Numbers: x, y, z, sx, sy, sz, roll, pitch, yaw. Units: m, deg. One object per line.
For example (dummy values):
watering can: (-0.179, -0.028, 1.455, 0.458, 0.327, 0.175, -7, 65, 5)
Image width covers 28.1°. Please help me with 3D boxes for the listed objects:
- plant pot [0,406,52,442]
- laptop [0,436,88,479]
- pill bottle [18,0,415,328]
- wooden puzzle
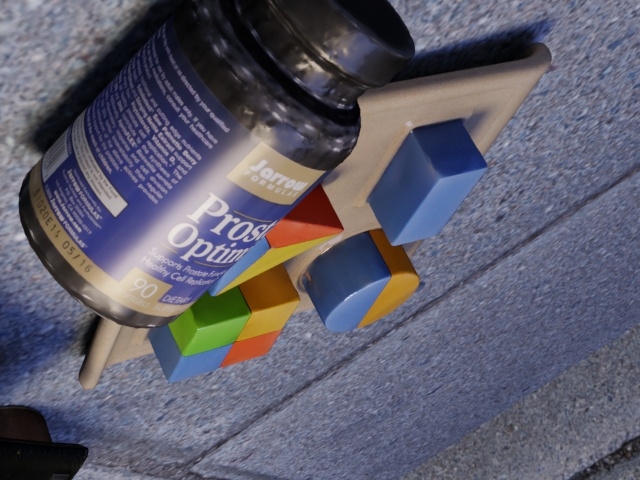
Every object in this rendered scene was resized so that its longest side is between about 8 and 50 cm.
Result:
plant pot: (-0.278, 0.292, 1.049, 0.215, 0.230, 0.215, -27, 159, -11)
laptop: (-0.413, 0.219, 0.793, 0.408, 0.236, 0.382, -53, 165, -2)
pill bottle: (-0.057, -0.061, 0.706, 0.219, 0.123, 0.122, -43, 157, 23)
wooden puzzle: (0.000, 0.000, 0.993, 0.347, 0.080, 0.322, -19, 156, -32)
